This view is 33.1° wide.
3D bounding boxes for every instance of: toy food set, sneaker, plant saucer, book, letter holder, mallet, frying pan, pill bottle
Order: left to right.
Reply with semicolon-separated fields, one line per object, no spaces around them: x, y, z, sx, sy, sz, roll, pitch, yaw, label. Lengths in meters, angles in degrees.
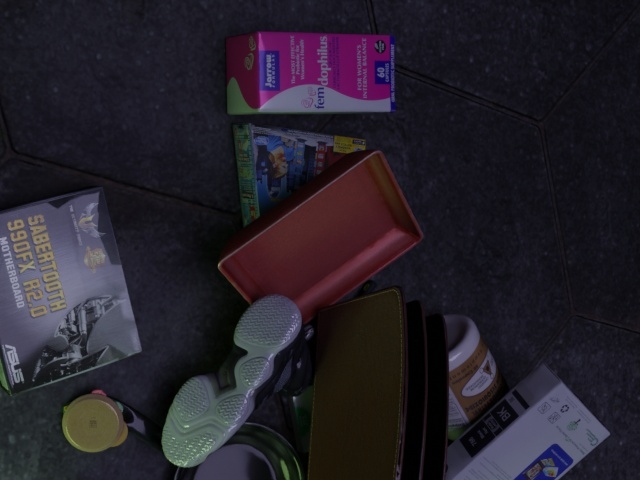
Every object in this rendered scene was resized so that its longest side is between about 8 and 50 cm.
-0.302;0.241;1.436;0.083;0.020;0.082;-14;100;-5;toy food set
-0.176;0.341;1.511;0.326;0.053;0.197;14;81;-19;frying pan
-0.098;0.208;1.489;0.268;0.101;0.153;-53;151;-5;sneaker
0.000;0.000;1.490;0.259;0.048;0.258;-35;147;0;plant saucer
0.024;0.253;1.630;0.144;0.035;0.096;-14;97;-26;book
0.024;0.136;1.620;0.039;0.062;0.189;47;57;-25;mallet
0.105;0.232;1.475;0.152;0.214;0.302;14;69;-29;letter holder
0.225;0.238;1.678;0.131;0.131;0.229;-40;116;-21;pill bottle

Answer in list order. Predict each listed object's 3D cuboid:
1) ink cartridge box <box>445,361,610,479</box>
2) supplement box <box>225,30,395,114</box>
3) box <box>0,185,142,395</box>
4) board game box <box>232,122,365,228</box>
0.267;0.348;1.632;0.333;0.065;0.165;-43;125;4;ink cartridge box
-0.013;-0.234;1.521;0.220;0.114;0.111;-4;97;-27;supplement box
-0.347;0.061;1.390;0.183;0.056;0.231;-16;102;-27;box
-0.039;-0.061;1.550;0.194;0.060;0.194;6;93;-30;board game box
